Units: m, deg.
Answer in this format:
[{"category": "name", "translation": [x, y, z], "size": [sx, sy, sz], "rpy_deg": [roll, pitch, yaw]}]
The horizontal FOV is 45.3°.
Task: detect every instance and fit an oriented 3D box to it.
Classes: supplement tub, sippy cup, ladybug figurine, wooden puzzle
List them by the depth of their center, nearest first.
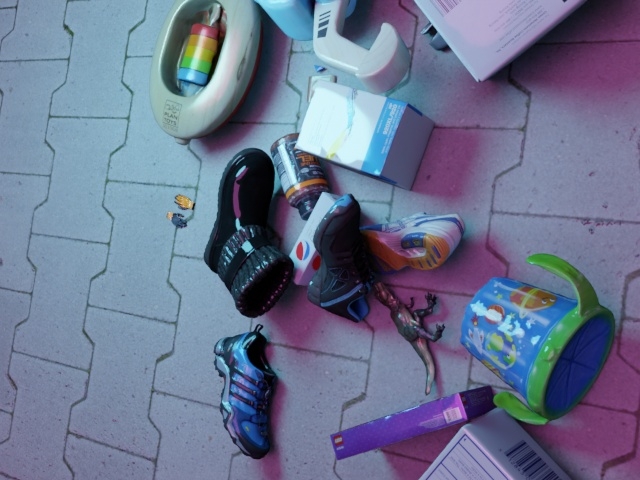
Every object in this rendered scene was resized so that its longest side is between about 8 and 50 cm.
[{"category": "sippy cup", "translation": [0.399, 0.185, 1.463], "size": [0.224, 0.240, 0.305], "rpy_deg": [30, 90, 41]}, {"category": "supplement tub", "translation": [-0.043, -0.149, 1.814], "size": [0.106, 0.106, 0.198], "rpy_deg": [-28, 71, 24]}, {"category": "wooden puzzle", "translation": [0.001, -0.368, 1.870], "size": [0.078, 0.014, 0.116], "rpy_deg": [12, 90, 26]}, {"category": "ladybug figurine", "translation": [-0.280, -0.456, 1.955], "size": [0.305, 0.162, 0.449], "rpy_deg": [23, 95, 29]}]

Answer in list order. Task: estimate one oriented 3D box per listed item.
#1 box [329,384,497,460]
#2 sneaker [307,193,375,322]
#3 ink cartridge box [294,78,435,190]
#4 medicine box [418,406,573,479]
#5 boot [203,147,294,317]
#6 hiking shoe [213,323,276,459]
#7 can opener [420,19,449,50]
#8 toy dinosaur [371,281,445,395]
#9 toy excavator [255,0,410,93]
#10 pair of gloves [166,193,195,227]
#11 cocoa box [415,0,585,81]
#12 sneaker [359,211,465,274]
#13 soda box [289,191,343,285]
[{"category": "box", "translation": [0.192, 0.369, 1.559], "size": [0.293, 0.201, 0.057], "rpy_deg": [-25, 73, 25]}, {"category": "sneaker", "translation": [0.064, 0.041, 1.657], "size": [0.139, 0.125, 0.341], "rpy_deg": [31, 143, 22]}, {"category": "ink cartridge box", "translation": [0.098, -0.235, 1.705], "size": [0.232, 0.171, 0.168], "rpy_deg": [22, 94, 30]}, {"category": "medicine box", "translation": [0.323, 0.520, 1.457], "size": [0.263, 0.149, 0.289], "rpy_deg": [46, 123, 26]}, {"category": "boot", "translation": [-0.150, -0.020, 1.789], "size": [0.260, 0.131, 0.348], "rpy_deg": [41, 121, 55]}, {"category": "hiking shoe", "translation": [-0.164, 0.360, 1.814], "size": [0.132, 0.113, 0.304], "rpy_deg": [-25, 72, 26]}, {"category": "can opener", "translation": [0.335, -0.543, 1.681], "size": [0.095, 0.076, 0.283], "rpy_deg": [44, 108, -7]}, {"category": "toy dinosaur", "translation": [0.211, 0.186, 1.653], "size": [0.118, 0.064, 0.268], "rpy_deg": [-42, 65, 35]}, {"category": "toy excavator", "translation": [0.002, -0.525, 1.712], "size": [0.433, 0.222, 0.445], "rpy_deg": [0, 73, 26]}, {"category": "pair of gloves", "translation": [-0.375, -0.079, 2.050], "size": [0.074, 0.010, 0.083], "rpy_deg": [27, 98, 29]}, {"category": "cocoa box", "translation": [0.390, -0.509, 1.507], "size": [0.347, 0.228, 0.231], "rpy_deg": [-39, 91, 20]}, {"category": "sneaker", "translation": [0.188, 0.000, 1.676], "size": [0.296, 0.131, 0.112], "rpy_deg": [3, 125, 47]}, {"category": "soda box", "translation": [0.000, 0.000, 1.764], "size": [0.069, 0.074, 0.216], "rpy_deg": [45, 115, 41]}]
